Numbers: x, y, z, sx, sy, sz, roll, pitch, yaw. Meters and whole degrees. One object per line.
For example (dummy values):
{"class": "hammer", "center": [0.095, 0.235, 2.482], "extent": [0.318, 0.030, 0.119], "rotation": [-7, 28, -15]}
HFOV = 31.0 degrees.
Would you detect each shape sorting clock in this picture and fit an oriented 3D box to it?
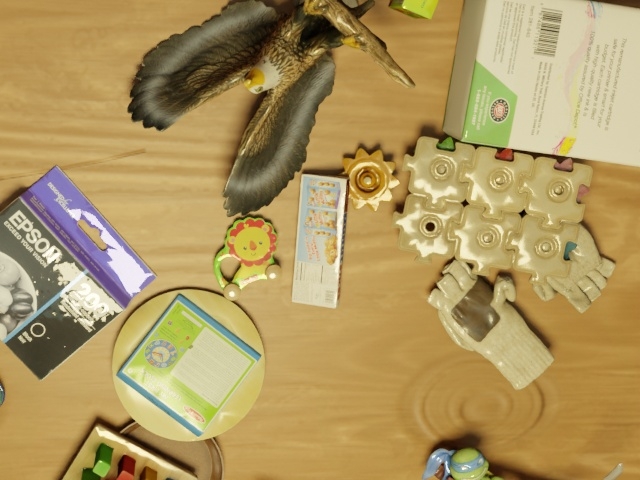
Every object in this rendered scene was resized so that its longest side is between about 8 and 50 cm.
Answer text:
{"class": "shape sorting clock", "center": [-0.178, 0.169, 1.568], "extent": [0.206, 0.040, 0.206], "rotation": [1, 87, -11]}

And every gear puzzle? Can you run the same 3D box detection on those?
{"class": "gear puzzle", "center": [0.185, -0.050, 1.565], "extent": [0.339, 0.044, 0.175], "rotation": [10, 100, 1]}

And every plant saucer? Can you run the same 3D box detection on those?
{"class": "plant saucer", "center": [-0.219, 0.319, 1.605], "extent": [0.168, 0.029, 0.168], "rotation": [-2, 101, -9]}

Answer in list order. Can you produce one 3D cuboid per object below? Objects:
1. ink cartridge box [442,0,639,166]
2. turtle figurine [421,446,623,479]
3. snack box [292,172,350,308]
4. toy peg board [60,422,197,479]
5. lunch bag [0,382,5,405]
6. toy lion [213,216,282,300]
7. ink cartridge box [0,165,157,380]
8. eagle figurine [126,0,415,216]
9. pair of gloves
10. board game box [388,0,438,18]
{"class": "ink cartridge box", "center": [0.322, -0.217, 1.529], "extent": [0.278, 0.117, 0.201], "rotation": [7, 100, -9]}
{"class": "turtle figurine", "center": [0.259, 0.429, 1.593], "extent": [0.274, 0.198, 0.266], "rotation": [8, 125, 31]}
{"class": "snack box", "center": [0.000, 0.000, 1.563], "extent": [0.064, 0.022, 0.178], "rotation": [8, 102, 15]}
{"class": "toy peg board", "center": [-0.273, 0.360, 1.550], "extent": [0.160, 0.079, 0.161], "rotation": [31, 97, -12]}
{"class": "lunch bag", "center": [-0.535, 0.234, 1.509], "extent": [0.176, 0.090, 0.219], "rotation": [35, 94, -14]}
{"class": "toy lion", "center": [-0.101, 0.020, 1.562], "extent": [0.100, 0.034, 0.096], "rotation": [-25, 97, -2]}
{"class": "ink cartridge box", "center": [-0.358, 0.045, 1.521], "extent": [0.208, 0.045, 0.206], "rotation": [-41, 104, 0]}
{"class": "eagle figurine", "center": [-0.069, -0.206, 1.464], "extent": [0.298, 0.225, 0.226], "rotation": [-39, 61, 30]}
{"class": "pair of gloves", "center": [0.280, 0.064, 1.620], "extent": [0.204, 0.042, 0.240], "rotation": [40, 88, -9]}
{"class": "board game box", "center": [0.148, -0.377, 1.484], "extent": [0.043, 0.092, 0.181], "rotation": [20, 98, -11]}
